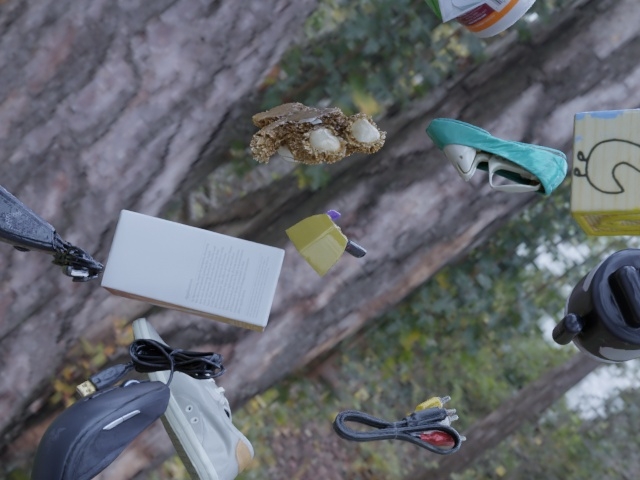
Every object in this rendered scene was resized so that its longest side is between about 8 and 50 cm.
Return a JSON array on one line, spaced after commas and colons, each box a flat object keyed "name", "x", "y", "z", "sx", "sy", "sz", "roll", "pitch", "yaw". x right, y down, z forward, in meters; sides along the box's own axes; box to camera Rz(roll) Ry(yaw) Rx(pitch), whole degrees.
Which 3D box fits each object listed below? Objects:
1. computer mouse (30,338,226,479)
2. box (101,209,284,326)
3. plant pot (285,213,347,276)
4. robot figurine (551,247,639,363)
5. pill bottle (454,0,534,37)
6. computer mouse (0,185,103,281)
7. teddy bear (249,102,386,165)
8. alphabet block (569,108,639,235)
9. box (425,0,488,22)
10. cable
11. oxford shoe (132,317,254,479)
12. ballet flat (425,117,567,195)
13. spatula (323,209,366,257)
[{"name": "computer mouse", "x": -0.254, "y": 0.184, "z": 1.280, "sx": 0.184, "sy": 0.262, "sz": 0.060, "roll": 4, "pitch": -57, "yaw": 49}, {"name": "box", "x": -0.264, "y": 0.069, "z": 2.335, "sx": 0.345, "sy": 0.168, "sz": 0.215, "roll": 15, "pitch": -8, "yaw": -1}, {"name": "plant pot", "x": 0.000, "y": 0.000, "z": 2.040, "sx": 0.081, "sy": 0.083, "sz": 0.081, "roll": 48, "pitch": 6, "yaw": -38}, {"name": "robot figurine", "x": 0.523, "y": 0.117, "z": 1.894, "sx": 0.209, "sy": 0.173, "sz": 0.278, "roll": 20, "pitch": -18, "yaw": 1}, {"name": "pill bottle", "x": 0.226, "y": -0.579, "z": 2.079, "sx": 0.392, "sy": 0.224, "sz": 0.224, "roll": 33, "pitch": 7, "yaw": -22}, {"name": "computer mouse", "x": -0.426, "y": -0.024, "z": 1.491, "sx": 0.272, "sy": 0.072, "sz": 0.188, "roll": 41, "pitch": -9, "yaw": -20}, {"name": "teddy bear", "x": -0.011, "y": -0.197, "z": 2.200, "sx": 0.338, "sy": 0.245, "sz": 0.113, "roll": 8, "pitch": -62, "yaw": 45}, {"name": "alphabet block", "x": 0.579, "y": -0.123, "z": 2.069, "sx": 0.193, "sy": 0.192, "sz": 0.197, "roll": 29, "pitch": 63, "yaw": -61}, {"name": "box", "x": 0.227, "y": -0.495, "z": 1.720, "sx": 0.127, "sy": 0.231, "sz": 0.262, "roll": 67, "pitch": -4, "yaw": -49}, {"name": "cable", "x": 0.167, "y": 0.392, "z": 2.234, "sx": 0.072, "sy": 0.287, "sz": 0.139, "roll": 109, "pitch": -33, "yaw": -50}, {"name": "oxford shoe", "x": -0.256, "y": 0.308, "z": 2.149, "sx": 0.449, "sy": 0.130, "sz": 0.169, "roll": 50, "pitch": -22, "yaw": 44}, {"name": "ballet flat", "x": 0.274, "y": -0.131, "z": 1.794, "sx": 0.247, "sy": 0.087, "sz": 0.083, "roll": 18, "pitch": -23, "yaw": 20}, {"name": "spatula", "x": 0.041, "y": -0.006, "z": 2.416, "sx": 0.030, "sy": 0.084, "sz": 0.296, "roll": 63, "pitch": 12, "yaw": 28}]
